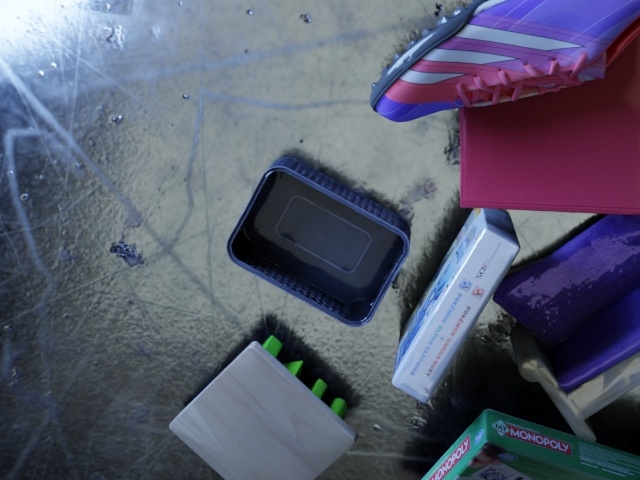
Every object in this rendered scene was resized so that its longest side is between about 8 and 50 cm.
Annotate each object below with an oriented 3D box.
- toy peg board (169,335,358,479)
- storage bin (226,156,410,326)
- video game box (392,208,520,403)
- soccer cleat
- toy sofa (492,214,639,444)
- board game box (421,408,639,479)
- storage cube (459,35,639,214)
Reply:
[{"bbox_3d":[-0.058,0.205,1.410,0.161,0.079,0.160,43,117,-3],"label":"toy peg board"},{"bbox_3d":[0.000,0.000,1.352,0.180,0.084,0.122,29,102,0],"label":"storage bin"},{"bbox_3d":[0.142,0.058,1.289,0.048,0.205,0.187,32,101,0],"label":"video game box"},{"bbox_3d":[0.191,-0.174,1.095,0.318,0.108,0.116,-29,84,19],"label":"soccer cleat"},{"bbox_3d":[0.368,0.040,1.295,0.362,0.150,0.177,-34,98,10],"label":"toy sofa"},{"bbox_3d":[0.269,0.298,1.318,0.317,0.046,0.213,19,135,-14],"label":"board game box"},{"bbox_3d":[0.255,-0.136,1.235,0.215,0.183,0.193,2,101,21],"label":"storage cube"}]
